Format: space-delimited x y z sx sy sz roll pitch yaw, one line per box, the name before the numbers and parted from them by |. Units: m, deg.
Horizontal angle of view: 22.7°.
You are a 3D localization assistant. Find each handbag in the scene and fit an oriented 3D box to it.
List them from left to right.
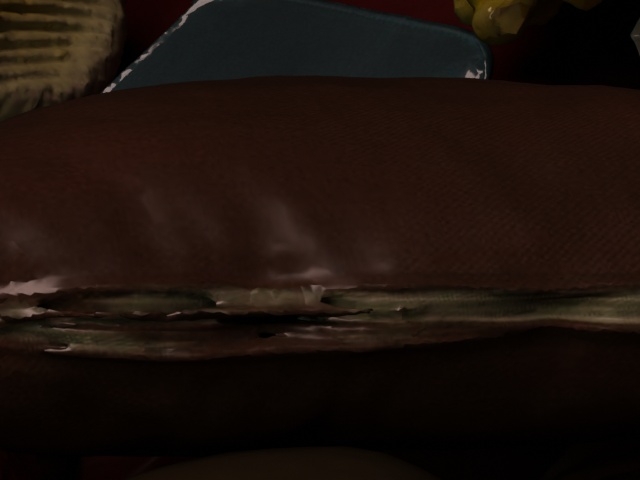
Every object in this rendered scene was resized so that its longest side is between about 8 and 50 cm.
handbag | -0.027 -0.040 0.790 0.229 0.062 0.179 19 59 46

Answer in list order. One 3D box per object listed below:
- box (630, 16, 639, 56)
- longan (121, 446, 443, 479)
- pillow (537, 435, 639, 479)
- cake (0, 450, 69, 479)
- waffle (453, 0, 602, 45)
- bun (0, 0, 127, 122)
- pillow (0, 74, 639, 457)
box | 0.249 -0.105 0.673 0.194 0.073 0.139 0 42 34
longan | -0.020 0.169 0.368 0.248 0.248 0.248 -18 36 13
pillow | 0.150 0.037 0.556 0.232 0.043 0.126 -46 7 -23
cake | -0.214 0.068 0.694 0.177 0.151 0.283 -24 30 12
waffle | 0.174 -0.203 0.737 0.283 0.065 0.309 -28 20 30
bun | -0.228 -0.142 0.919 0.153 0.244 0.244 -23 30 39
pillow | 0.000 0.000 0.526 0.307 0.108 0.305 -1 6 -9
